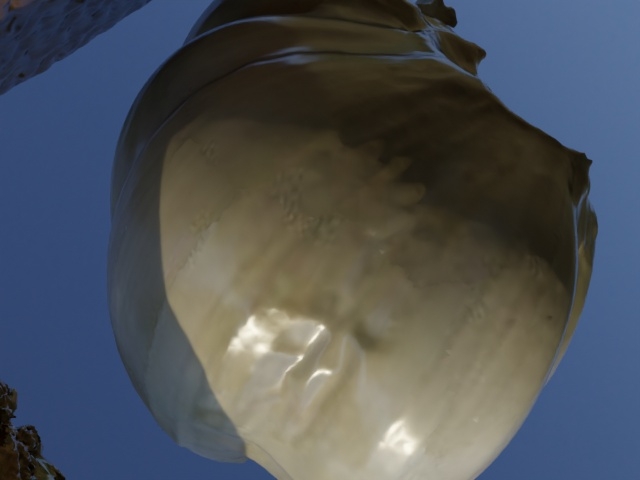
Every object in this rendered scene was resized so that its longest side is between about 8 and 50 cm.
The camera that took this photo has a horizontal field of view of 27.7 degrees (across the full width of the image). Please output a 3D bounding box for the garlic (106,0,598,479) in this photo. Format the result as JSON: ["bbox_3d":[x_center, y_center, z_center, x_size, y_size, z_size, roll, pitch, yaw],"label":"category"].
[{"bbox_3d":[-0.010,0.001,0.546,0.184,0.203,0.281,11,-150,-38],"label":"garlic"}]

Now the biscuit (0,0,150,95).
[{"bbox_3d":[-0.109,-0.098,0.474,0.037,0.262,0.262,57,-143,-4],"label":"biscuit"}]

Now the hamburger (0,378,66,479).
[{"bbox_3d":[-0.343,0.242,1.090,0.211,0.245,0.260,49,-171,-29],"label":"hamburger"}]
